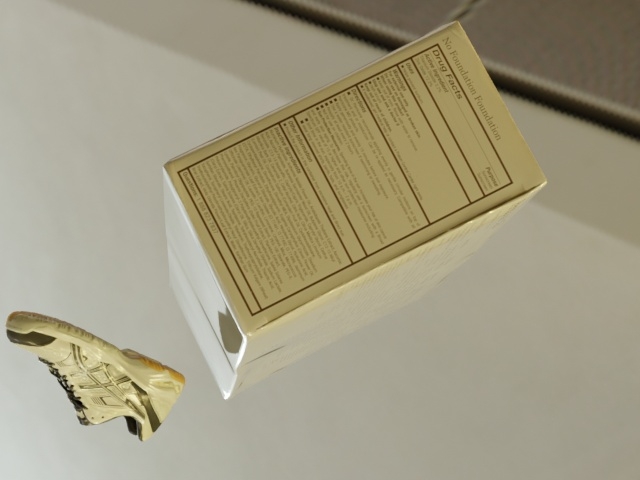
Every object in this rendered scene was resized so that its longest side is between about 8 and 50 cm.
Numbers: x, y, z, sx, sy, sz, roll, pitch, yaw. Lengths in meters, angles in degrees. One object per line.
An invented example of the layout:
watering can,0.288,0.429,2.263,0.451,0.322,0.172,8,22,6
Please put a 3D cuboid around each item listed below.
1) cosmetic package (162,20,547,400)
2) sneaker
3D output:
cosmetic package,0.000,0.000,0.586,0.099,0.060,0.239,-25,173,-9
sneaker,-0.095,0.057,0.686,0.032,0.083,0.037,20,-97,61
